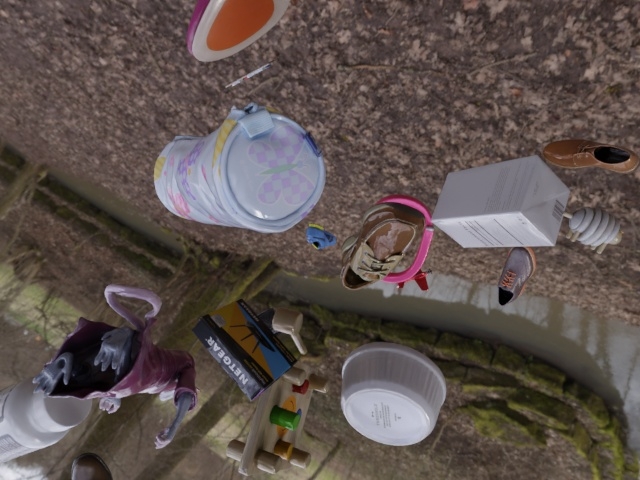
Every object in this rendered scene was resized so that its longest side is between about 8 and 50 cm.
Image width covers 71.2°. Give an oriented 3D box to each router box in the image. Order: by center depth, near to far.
[{"bbox_3d":[-0.145,0.208,0.880,0.179,0.133,0.046,45,115,12],"label":"router box"}]

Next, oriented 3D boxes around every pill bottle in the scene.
[{"bbox_3d":[-0.743,0.444,1.130,0.319,0.176,0.176,-24,126,19],"label":"pill bottle"}]

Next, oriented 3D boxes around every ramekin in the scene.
[{"bbox_3d":[0.176,0.398,1.133,0.273,0.127,0.272,9,125,13],"label":"ramekin"}]

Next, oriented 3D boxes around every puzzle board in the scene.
[{"bbox_3d":[-0.180,-0.431,1.162,0.128,0.096,0.011,-24,113,14],"label":"puzzle board"}]

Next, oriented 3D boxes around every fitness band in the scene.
[{"bbox_3d":[0.232,-0.001,1.390,0.209,0.054,0.290,15,116,6],"label":"fitness band"}]

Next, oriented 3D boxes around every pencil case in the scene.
[{"bbox_3d":[-0.111,-0.076,0.520,0.124,0.113,0.273,54,157,-23],"label":"pencil case"}]

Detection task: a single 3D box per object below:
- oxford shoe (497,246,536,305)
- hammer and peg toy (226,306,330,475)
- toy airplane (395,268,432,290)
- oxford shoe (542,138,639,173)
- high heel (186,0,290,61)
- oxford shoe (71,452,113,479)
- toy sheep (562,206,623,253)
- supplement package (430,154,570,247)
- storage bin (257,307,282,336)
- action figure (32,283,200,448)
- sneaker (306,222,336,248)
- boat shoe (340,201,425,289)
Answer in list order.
[{"bbox_3d":[0.677,0.126,1.561,0.097,0.098,0.271,27,142,36],"label":"oxford shoe"},{"bbox_3d":[-0.069,0.363,1.077,0.127,0.361,0.266,9,160,23],"label":"hammer and peg toy"},{"bbox_3d":[0.341,0.140,1.656,0.151,0.151,0.028,5,137,44],"label":"toy airplane"},{"bbox_3d":[0.637,-0.212,1.071,0.212,0.076,0.076,18,-175,43],"label":"oxford shoe"},{"bbox_3d":[-0.109,-0.463,0.704,0.181,0.377,0.127,46,-175,25],"label":"high heel"},{"bbox_3d":[-0.515,0.599,1.016,0.096,0.083,0.227,-179,78,-69],"label":"oxford shoe"},{"bbox_3d":[0.584,-0.029,0.963,0.132,0.091,0.091,25,154,1],"label":"toy sheep"},{"bbox_3d":[0.494,-0.096,1.252,0.175,0.177,0.293,33,162,-28],"label":"supplement package"},{"bbox_3d":[-0.210,0.285,1.365,0.180,0.122,0.084,-31,87,42],"label":"storage bin"},{"bbox_3d":[-0.364,0.250,0.914,0.248,0.275,0.370,10,165,23],"label":"action figure"},{"bbox_3d":[0.000,0.000,1.710,0.069,0.082,0.209,9,169,25],"label":"sneaker"},{"bbox_3d":[0.122,0.029,0.946,0.123,0.119,0.324,17,157,-5],"label":"boat shoe"}]
